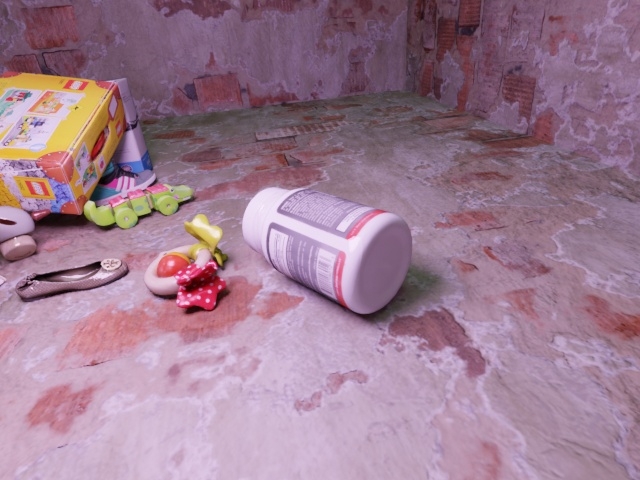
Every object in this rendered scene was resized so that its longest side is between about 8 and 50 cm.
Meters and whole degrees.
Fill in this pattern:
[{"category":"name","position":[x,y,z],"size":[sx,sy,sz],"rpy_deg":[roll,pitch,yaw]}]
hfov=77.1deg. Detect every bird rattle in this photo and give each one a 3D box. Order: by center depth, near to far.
[{"category":"bird rattle","position":[-0.316,0.073,0.958],"size":[0.206,0.143,0.254],"rpy_deg":[-13,41,9]}]

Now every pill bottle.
[{"category":"pill bottle","position":[0.000,0.000,0.895],"size":[0.362,0.210,0.210],"rpy_deg":[23,39,40]}]

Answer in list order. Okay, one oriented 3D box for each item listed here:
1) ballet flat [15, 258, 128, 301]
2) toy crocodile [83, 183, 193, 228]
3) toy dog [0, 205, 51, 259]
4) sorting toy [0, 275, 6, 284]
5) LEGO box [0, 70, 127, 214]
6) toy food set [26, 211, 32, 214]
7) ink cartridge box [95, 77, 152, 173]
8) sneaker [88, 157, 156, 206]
[{"category":"ballet flat","position":[-0.614,0.087,0.995],"size":[0.249,0.058,0.084],"rpy_deg":[-14,31,-15]},{"category":"toy crocodile","position":[-0.590,-0.126,1.329],"size":[0.340,0.105,0.115],"rpy_deg":[-24,34,-32]},{"category":"toy dog","position":[-0.847,-0.070,1.057],"size":[0.161,0.220,0.333],"rpy_deg":[-37,8,-12]},{"category":"sorting toy","position":[-0.857,0.120,1.007],"size":[0.075,0.045,0.083],"rpy_deg":[-22,27,10]},{"category":"LEGO box","position":[-0.904,-0.333,1.302],"size":[0.372,0.193,0.501],"rpy_deg":[4,46,-7]},{"category":"toy food set","position":[-1.084,-0.093,1.321],"size":[0.305,0.093,0.220],"rpy_deg":[-12,27,12]},{"category":"ink cartridge box","position":[-0.896,-0.441,1.646],"size":[0.285,0.395,0.166],"rpy_deg":[-8,29,-6]},{"category":"sneaker","position":[-0.771,-0.262,1.526],"size":[0.123,0.179,0.295],"rpy_deg":[10,32,26]}]
